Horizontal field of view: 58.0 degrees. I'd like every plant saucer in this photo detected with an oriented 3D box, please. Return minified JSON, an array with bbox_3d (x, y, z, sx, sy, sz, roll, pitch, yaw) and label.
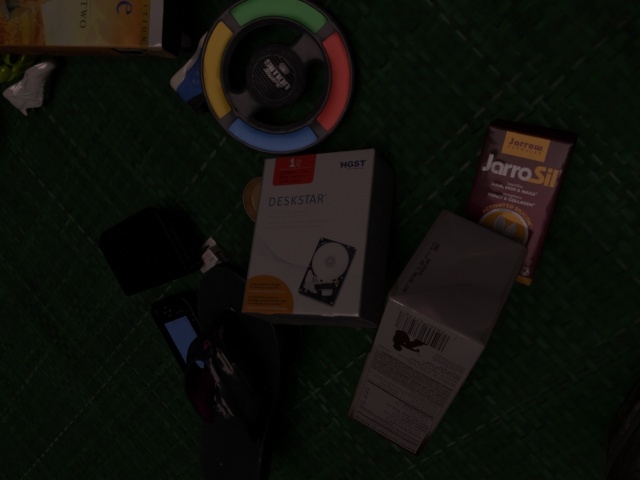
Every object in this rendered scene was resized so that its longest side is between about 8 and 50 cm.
[{"bbox_3d":[-0.088,-0.064,0.945,0.083,0.015,0.084,8,110,23],"label":"plant saucer"}]

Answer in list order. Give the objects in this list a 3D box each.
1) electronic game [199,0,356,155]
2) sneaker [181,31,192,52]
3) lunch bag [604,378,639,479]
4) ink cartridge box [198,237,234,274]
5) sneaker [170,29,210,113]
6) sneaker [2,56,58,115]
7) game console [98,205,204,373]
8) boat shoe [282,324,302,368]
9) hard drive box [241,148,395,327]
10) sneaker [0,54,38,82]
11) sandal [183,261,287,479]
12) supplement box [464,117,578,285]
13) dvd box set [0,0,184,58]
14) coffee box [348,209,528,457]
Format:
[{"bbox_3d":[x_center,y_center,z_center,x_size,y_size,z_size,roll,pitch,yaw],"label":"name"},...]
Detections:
[{"bbox_3d":[-0.063,-0.235,0.828,0.229,0.048,0.229,4,112,9],"label":"electronic game"},{"bbox_3d":[-0.304,-0.362,0.912,0.237,0.085,0.086,29,110,11],"label":"sneaker"},{"bbox_3d":[0.485,0.301,0.648,0.305,0.256,0.213,28,117,16],"label":"lunch bag"},{"bbox_3d":[-0.188,0.042,1.024,0.083,0.028,0.048,50,121,4],"label":"ink cartridge box"},{"bbox_3d":[-0.160,-0.259,0.890,0.152,0.058,0.085,-39,91,28],"label":"sneaker"},{"bbox_3d":[-0.522,-0.286,1.069,0.152,0.054,0.061,-24,111,34],"label":"sneaker"},{"bbox_3d":[-0.268,0.119,1.068,0.213,0.044,0.361,-19,101,40],"label":"game console"},{"bbox_3d":[-0.116,0.237,1.021,0.109,0.089,0.258,23,116,18],"label":"boat shoe"},{"bbox_3d":[0.000,0.000,0.818,0.181,0.089,0.232,-2,71,27],"label":"hard drive box"},{"bbox_3d":[-0.556,-0.420,1.009,0.123,0.109,0.296,26,108,19],"label":"sneaker"},{"bbox_3d":[-0.146,0.257,0.930,0.167,0.107,0.446,12,111,27],"label":"sandal"},{"bbox_3d":[0.249,-0.052,0.744,0.104,0.081,0.188,17,114,21],"label":"supplement box"},{"bbox_3d":[-0.400,-0.434,0.862,0.420,0.062,0.308,7,95,14],"label":"dvd box set"},{"bbox_3d":[0.143,0.132,0.754,0.118,0.168,0.297,27,141,15],"label":"coffee box"}]
